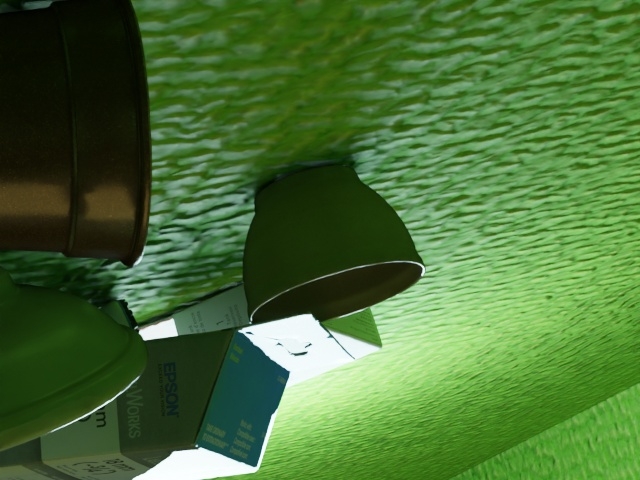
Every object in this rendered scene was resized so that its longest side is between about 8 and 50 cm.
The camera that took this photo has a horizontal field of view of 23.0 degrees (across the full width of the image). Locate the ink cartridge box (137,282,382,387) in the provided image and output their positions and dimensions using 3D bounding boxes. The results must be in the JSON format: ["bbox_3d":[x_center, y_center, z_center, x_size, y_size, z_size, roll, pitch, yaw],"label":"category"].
[{"bbox_3d":[-0.097,0.125,1.795,0.261,0.066,0.296,-23,163,16],"label":"ink cartridge box"}]

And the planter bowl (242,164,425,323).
[{"bbox_3d":[0.000,0.000,1.390,0.162,0.109,0.162,-16,164,-5],"label":"planter bowl"}]

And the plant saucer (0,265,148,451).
[{"bbox_3d":[-0.339,0.091,1.223,0.400,0.100,0.400,-10,-171,2],"label":"plant saucer"}]

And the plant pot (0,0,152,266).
[{"bbox_3d":[-0.194,-0.062,0.918,0.165,0.167,0.167,-4,161,-16],"label":"plant pot"}]

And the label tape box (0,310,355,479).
[{"bbox_3d":[-0.144,0.162,1.464,0.334,0.106,0.240,-9,165,9],"label":"label tape box"}]

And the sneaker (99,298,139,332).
[{"bbox_3d":[-0.247,0.129,1.617,0.086,0.085,0.237,-13,164,-33],"label":"sneaker"}]
